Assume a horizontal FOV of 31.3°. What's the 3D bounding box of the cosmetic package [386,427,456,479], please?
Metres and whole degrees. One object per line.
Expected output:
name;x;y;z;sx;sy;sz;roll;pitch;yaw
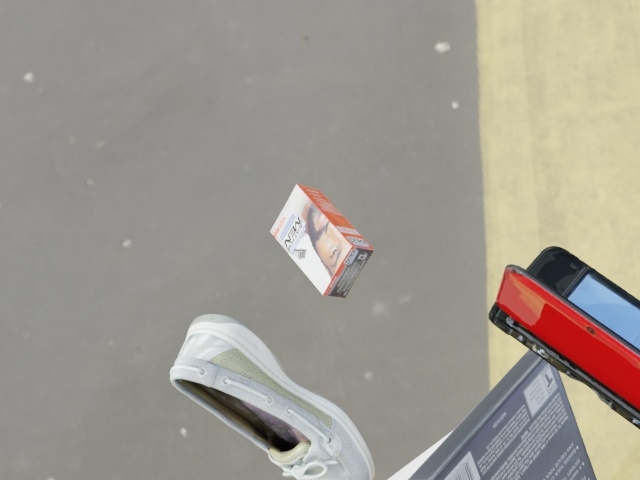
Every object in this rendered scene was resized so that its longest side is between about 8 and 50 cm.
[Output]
cosmetic package;0.190;0.333;1.362;0.183;0.151;0.151;-42;33;27

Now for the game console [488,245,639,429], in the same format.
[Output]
game console;0.177;0.050;0.651;0.144;0.085;0.124;37;47;14

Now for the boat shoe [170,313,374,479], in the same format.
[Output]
boat shoe;-0.058;0.226;1.408;0.118;0.320;0.103;-18;33;41

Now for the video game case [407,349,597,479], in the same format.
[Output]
video game case;0.171;0.250;0.889;0.026;0.274;0.196;-8;19;42

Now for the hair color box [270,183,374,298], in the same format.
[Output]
hair color box;0.000;0.000;1.726;0.167;0.053;0.093;47;116;40
